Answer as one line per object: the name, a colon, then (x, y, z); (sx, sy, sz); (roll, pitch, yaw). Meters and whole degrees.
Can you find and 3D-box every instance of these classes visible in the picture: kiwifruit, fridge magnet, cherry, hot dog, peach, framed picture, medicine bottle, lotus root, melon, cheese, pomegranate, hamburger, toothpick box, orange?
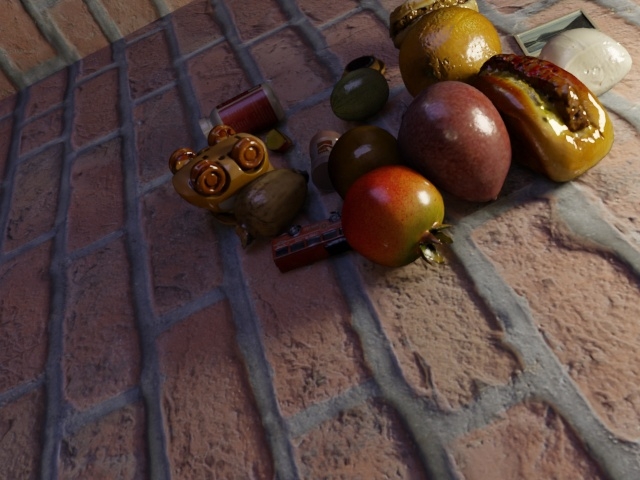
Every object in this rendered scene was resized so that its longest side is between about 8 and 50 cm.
kiwifruit: (0.111, -0.175, 1.778); (0.196, 0.196, 0.234); (-31, 19, -4)
fridge magnet: (0.130, -0.520, 2.283); (0.143, 0.063, 0.143); (-15, 37, 12)
cherry: (0.290, -0.215, 1.616); (0.221, 0.307, 0.261); (-43, -4, 0)
hot dog: (0.465, -0.304, 1.687); (0.185, 0.223, 0.405); (-36, 37, -6)
peach: (-0.117, -0.290, 2.176); (0.083, 0.050, 0.077); (-8, 64, 39)
framed picture: (0.650, -0.571, 2.056); (0.203, 0.015, 0.150); (-19, 38, 12)
medicine bottle: (-0.243, -0.381, 2.298); (0.250, 0.131, 0.131); (-28, 37, 2)
lotus root: (-0.130, -0.100, 1.887); (0.154, 0.140, 0.257); (19, 54, 36)
melon: (0.117, -0.415, 2.107); (0.192, 0.139, 0.139); (-30, 37, -8)
cheese: (0.618, -0.426, 1.793); (0.198, 0.154, 0.189); (-25, 31, 4)
pomegranate: (0.168, -0.042, 1.582); (0.221, 0.221, 0.257); (-41, 63, -17)
hamburger: (0.327, -0.619, 2.136); (0.259, 0.144, 0.283); (-25, -1, 17)
toothpick box: (0.021, -0.209, 1.954); (0.098, 0.098, 0.149); (-19, 39, 12)
orange: (0.334, -0.469, 1.927); (0.274, 0.274, 0.274); (-17, 38, 14)

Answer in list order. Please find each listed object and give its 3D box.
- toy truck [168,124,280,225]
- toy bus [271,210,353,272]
toy truck: (-0.247, -0.178, 1.995); (0.288, 0.211, 0.204); (-37, 37, -18)
toy bus: (0.000, 0.000, 1.750); (0.235, 0.073, 0.096); (-18, 47, 14)
